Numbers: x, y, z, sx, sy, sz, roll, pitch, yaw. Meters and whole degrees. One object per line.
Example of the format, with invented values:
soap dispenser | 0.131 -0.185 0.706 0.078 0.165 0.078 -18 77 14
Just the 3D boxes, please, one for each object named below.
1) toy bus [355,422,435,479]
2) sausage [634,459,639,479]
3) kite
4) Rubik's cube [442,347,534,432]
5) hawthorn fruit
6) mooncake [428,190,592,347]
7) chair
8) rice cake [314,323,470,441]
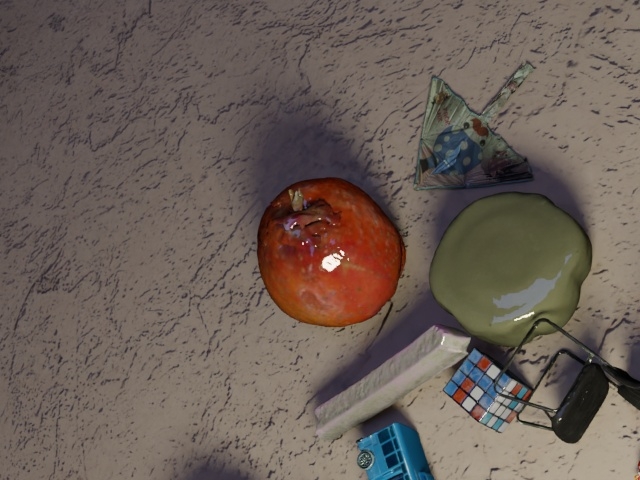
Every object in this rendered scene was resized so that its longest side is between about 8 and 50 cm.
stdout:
toy bus | 0.136 0.407 1.879 0.106 0.090 0.185 -30 55 19
sausage | 0.525 0.312 1.676 0.145 0.048 0.050 -41 46 16
kite | 0.288 -0.203 2.095 0.314 0.011 0.335 -46 52 9
Rubik's cube | 0.276 0.247 1.849 0.092 0.092 0.092 -53 50 4
hawthorn fruit | 0.000 0.000 2.026 0.276 0.307 0.276 -15 51 19
mooncake | 0.320 0.048 1.883 0.274 0.135 0.275 -14 60 27
chair | 0.406 0.243 1.724 0.221 0.140 0.145 27 77 36
rice cake | 0.114 0.245 1.935 0.365 0.072 0.056 -40 47 35
